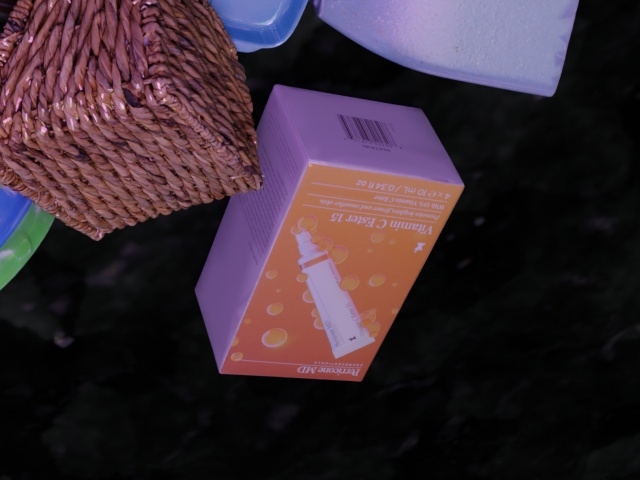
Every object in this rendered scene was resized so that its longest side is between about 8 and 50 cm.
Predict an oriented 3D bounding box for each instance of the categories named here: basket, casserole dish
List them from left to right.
[{"bbox_3d":[-0.217,-0.159,1.224,0.223,0.214,0.299,-15,160,13],"label":"basket"},{"bbox_3d":[-0.064,-0.299,1.310,0.114,0.037,0.188,8,128,-26],"label":"casserole dish"}]

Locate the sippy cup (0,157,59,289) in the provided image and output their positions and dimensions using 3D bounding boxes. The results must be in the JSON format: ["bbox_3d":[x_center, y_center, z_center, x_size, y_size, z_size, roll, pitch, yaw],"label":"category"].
[{"bbox_3d":[-0.443,-0.058,1.274,0.240,0.305,0.224,-1,139,45],"label":"sippy cup"}]

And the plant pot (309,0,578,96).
[{"bbox_3d":[0.112,-0.312,1.209,0.252,0.248,0.247,2,119,-14],"label":"plant pot"}]

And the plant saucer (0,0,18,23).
[{"bbox_3d":[-0.293,-0.343,1.181,0.310,0.050,0.311,-9,133,-11],"label":"plant saucer"}]

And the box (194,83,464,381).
[{"bbox_3d":[0.000,0.000,1.508,0.214,0.168,0.345,6,128,-25],"label":"box"}]
